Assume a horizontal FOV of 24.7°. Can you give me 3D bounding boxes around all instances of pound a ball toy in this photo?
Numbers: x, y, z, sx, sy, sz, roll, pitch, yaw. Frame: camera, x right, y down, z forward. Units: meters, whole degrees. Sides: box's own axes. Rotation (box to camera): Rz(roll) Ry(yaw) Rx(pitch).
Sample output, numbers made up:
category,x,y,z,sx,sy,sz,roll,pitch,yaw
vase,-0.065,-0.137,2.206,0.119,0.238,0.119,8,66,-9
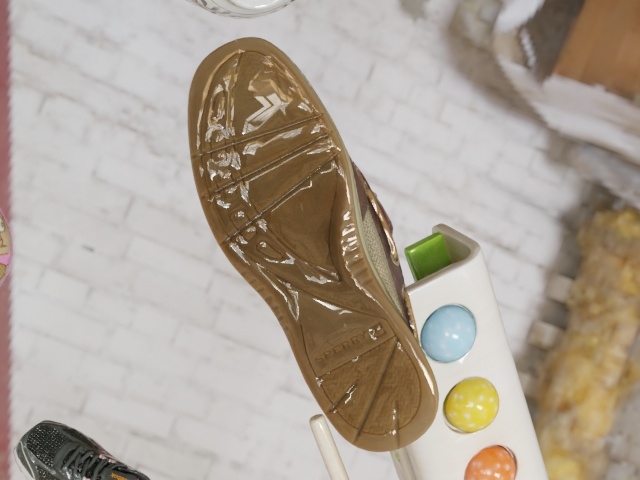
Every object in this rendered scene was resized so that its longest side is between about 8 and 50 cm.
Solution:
category,x,y,z,sx,sy,sz,roll,pitch,yaw
pound a ball toy,0.095,0.176,1.388,0.136,0.208,0.319,37,149,62

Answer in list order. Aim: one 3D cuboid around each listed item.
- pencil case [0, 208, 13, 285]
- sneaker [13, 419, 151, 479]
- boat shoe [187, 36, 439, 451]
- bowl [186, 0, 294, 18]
category,x,y,z,sx,sy,sz,roll,pitch,yaw
pencil case,-0.333,0.065,0.797,0.167,0.160,0.386,6,-150,23
sneaker,-0.196,0.222,1.351,0.178,0.072,0.077,34,150,-8
boat shoe,0.000,0.000,1.175,0.342,0.123,0.123,62,-168,-2
bowl,-0.061,-0.256,1.297,0.170,0.170,0.080,25,-152,-36
